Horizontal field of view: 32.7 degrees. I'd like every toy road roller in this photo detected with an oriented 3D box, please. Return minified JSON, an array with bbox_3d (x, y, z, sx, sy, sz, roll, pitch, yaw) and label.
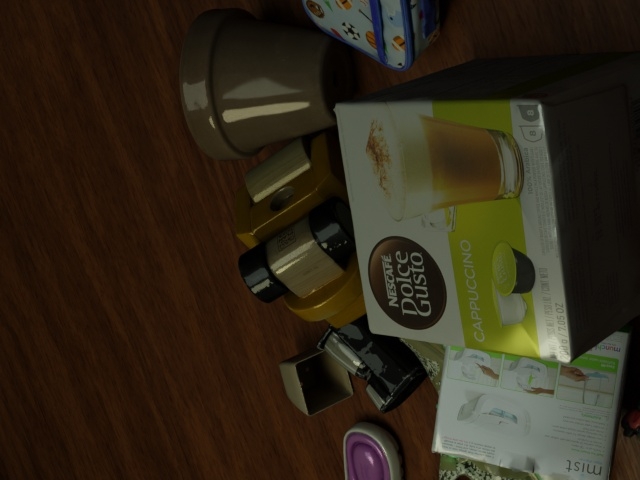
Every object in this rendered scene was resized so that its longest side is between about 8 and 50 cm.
[{"bbox_3d":[0.000,0.000,1.867,0.202,0.329,0.240,-32,127,19],"label":"toy road roller"}]

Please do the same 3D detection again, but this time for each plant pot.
[{"bbox_3d":[-0.019,0.262,2.094,0.096,0.109,0.109,1,109,56],"label":"plant pot"},{"bbox_3d":[-0.074,-0.263,1.831,0.229,0.263,0.263,2,110,23],"label":"plant pot"}]

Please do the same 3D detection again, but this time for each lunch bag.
[{"bbox_3d":[0.071,-0.402,1.617,0.243,0.115,0.303,36,160,27],"label":"lunch bag"}]

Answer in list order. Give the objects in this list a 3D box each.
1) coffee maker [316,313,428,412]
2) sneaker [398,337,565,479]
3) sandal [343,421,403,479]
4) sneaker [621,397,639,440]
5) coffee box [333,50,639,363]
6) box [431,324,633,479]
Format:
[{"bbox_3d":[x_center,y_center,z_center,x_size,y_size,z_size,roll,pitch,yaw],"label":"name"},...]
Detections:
[{"bbox_3d":[0.106,0.189,1.927,0.178,0.120,0.171,43,132,21],"label":"coffee maker"},{"bbox_3d":[0.241,0.318,1.776,0.410,0.182,0.158,50,177,16],"label":"sneaker"},{"bbox_3d":[0.095,0.550,2.111,0.169,0.102,0.416,2,110,43],"label":"sandal"},{"bbox_3d":[0.548,0.246,1.514,0.276,0.098,0.135,11,75,58],"label":"sneaker"},{"bbox_3d":[0.266,-0.063,1.501,0.334,0.338,0.337,6,111,42],"label":"coffee box"},{"bbox_3d":[0.317,0.222,1.628,0.262,0.127,0.231,8,94,19],"label":"box"}]
